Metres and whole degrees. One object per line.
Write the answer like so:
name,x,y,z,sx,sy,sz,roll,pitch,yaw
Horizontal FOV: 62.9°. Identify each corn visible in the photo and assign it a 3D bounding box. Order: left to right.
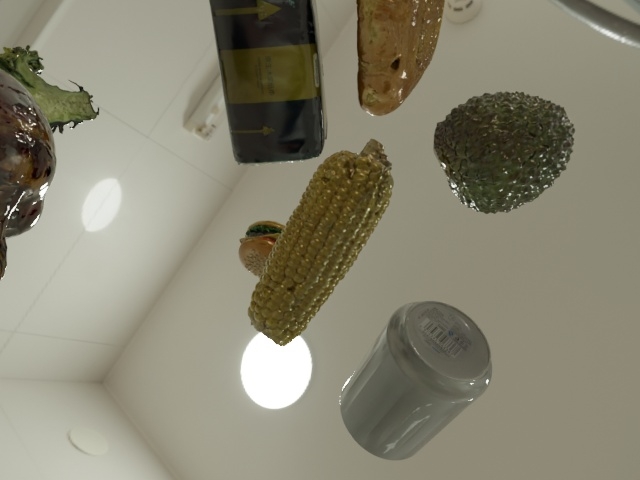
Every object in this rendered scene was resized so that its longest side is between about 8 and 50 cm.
corn,0.000,0.000,0.809,0.130,0.130,0.346,35,-85,31

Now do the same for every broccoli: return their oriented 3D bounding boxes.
broccoli,-0.656,-0.290,1.137,0.180,0.273,0.242,7,-71,34

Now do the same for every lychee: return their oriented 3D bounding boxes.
lychee,0.234,-0.114,0.660,0.171,0.171,0.171,-8,-110,24

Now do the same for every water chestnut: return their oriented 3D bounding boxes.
water chestnut,-0.461,-0.085,0.650,0.289,0.244,0.289,-25,-149,16

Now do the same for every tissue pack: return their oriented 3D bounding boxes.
tissue pack,-0.120,-0.428,1.319,0.253,0.264,0.416,-5,-66,3

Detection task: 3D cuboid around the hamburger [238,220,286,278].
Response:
hamburger,-0.126,0.027,1.303,0.162,0.162,0.115,-1,-137,26

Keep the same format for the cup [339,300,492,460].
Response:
cup,0.208,0.279,1.186,0.322,0.237,0.326,-86,-165,-48

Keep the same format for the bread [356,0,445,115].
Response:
bread,0.199,-0.486,1.237,0.148,0.328,0.337,16,-133,20
